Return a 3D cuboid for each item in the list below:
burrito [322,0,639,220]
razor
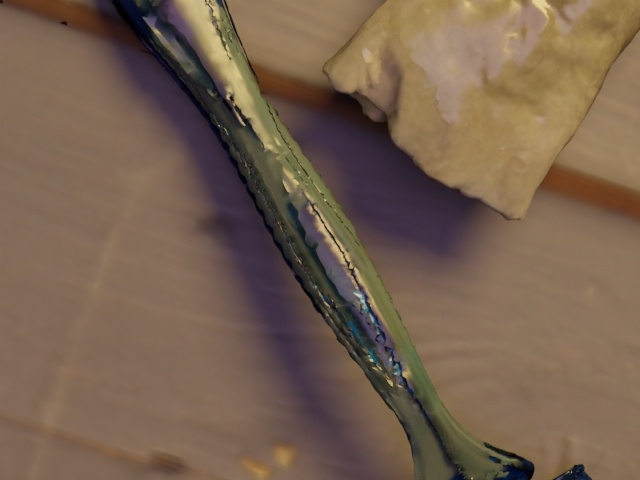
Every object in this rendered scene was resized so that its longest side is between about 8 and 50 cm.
[{"bbox_3d":[0.139,-0.194,0.586,0.117,0.076,0.392,34,89,-2],"label":"burrito"},{"bbox_3d":[0.001,0.001,0.591,0.093,0.056,0.324,-31,92,-1],"label":"razor"}]
